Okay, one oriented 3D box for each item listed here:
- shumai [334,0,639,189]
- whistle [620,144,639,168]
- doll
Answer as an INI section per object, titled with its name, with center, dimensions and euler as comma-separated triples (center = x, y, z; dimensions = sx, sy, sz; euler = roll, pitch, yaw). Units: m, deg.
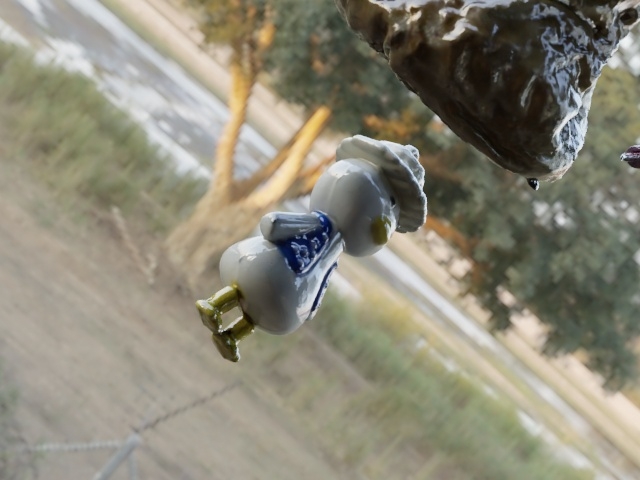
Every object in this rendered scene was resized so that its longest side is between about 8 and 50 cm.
[shumai]
center = 0.163, -0.241, 1.163
dimensions = 0.314, 0.262, 0.267
euler = 45, 22, 14
[whistle]
center = 0.480, -0.113, 1.825
dimensions = 0.176, 0.033, 0.033
euler = -3, -6, 14
[doll]
center = 0.000, 0.000, 1.364
dimensions = 0.119, 0.293, 0.138
euler = 23, -35, 41
